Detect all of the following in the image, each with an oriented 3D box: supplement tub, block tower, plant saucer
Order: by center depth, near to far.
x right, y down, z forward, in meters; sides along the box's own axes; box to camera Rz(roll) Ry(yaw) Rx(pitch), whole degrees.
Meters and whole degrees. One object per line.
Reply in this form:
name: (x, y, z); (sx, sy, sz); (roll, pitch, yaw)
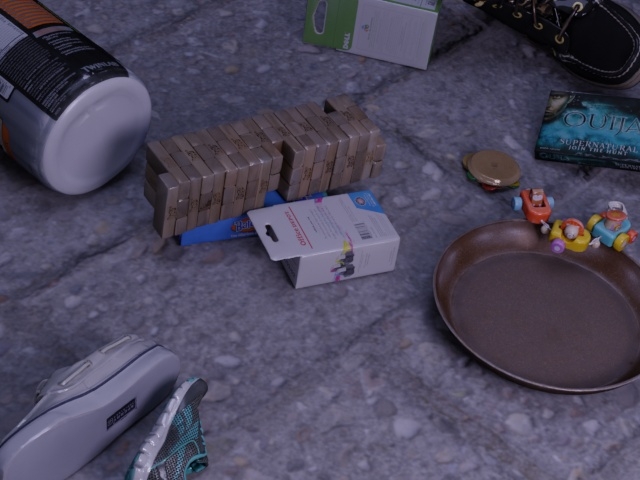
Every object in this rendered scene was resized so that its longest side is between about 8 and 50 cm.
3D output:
plant saucer: (0.294, 0.091, 1.703); (0.310, 0.050, 0.311); (6, 41, -5)
block tower: (-0.076, -0.105, 1.745); (0.335, 0.091, 0.097); (-18, 49, -29)
supplement tub: (-0.398, -0.218, 1.803); (0.193, 0.194, 0.316); (-30, 55, -36)

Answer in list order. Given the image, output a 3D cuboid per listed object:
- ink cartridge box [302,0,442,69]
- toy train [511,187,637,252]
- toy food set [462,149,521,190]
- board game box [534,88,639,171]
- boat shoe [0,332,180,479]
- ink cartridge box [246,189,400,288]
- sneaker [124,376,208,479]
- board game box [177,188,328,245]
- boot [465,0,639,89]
ink cartridge box: (0.083, -0.355, 2.110); (0.209, 0.109, 0.062); (13, 41, 4)
toy train: (0.349, -0.038, 1.786); (0.166, 0.046, 0.125); (2, 43, -9)
toy food set: (0.253, -0.103, 1.931); (0.083, 0.020, 0.082); (-2, 43, -14)
board game box: (0.425, -0.165, 1.974); (0.186, 0.026, 0.126); (8, 57, 18)
boat shoe: (-0.272, 0.181, 1.461); (0.088, 0.096, 0.267); (28, 44, 25)
ink cartridge box: (0.000, 0.000, 1.736); (0.181, 0.061, 0.104); (-9, 45, -21)
sneaker: (-0.155, 0.226, 1.470); (0.076, 0.065, 0.166); (30, 46, -2)
board game box: (-0.110, -0.074, 1.808); (0.210, 0.047, 0.160); (-8, 45, -20)
boot: (0.331, -0.383, 2.086); (0.284, 0.138, 0.377); (14, 28, -41)
